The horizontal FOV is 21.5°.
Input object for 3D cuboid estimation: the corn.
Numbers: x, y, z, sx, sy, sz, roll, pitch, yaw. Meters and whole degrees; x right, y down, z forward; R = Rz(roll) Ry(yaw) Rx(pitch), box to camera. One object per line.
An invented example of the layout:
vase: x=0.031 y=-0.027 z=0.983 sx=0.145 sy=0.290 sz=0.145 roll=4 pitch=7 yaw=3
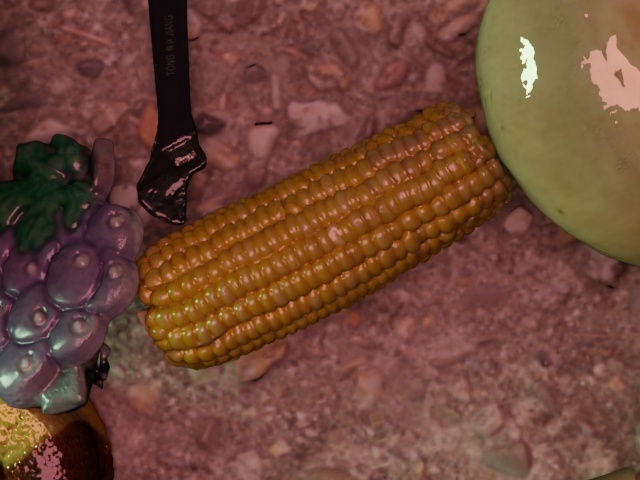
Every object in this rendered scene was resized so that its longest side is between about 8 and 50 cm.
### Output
corn: x=0.000 y=0.000 z=1.059 sx=0.244 sy=0.093 sz=0.093 roll=-26 pitch=87 yaw=1

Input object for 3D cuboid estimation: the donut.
donut: x=-0.225 y=0.157 z=1.071 sx=0.184 sy=0.073 sz=0.166 roll=-18 pitch=90 yaw=3

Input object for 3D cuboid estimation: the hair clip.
hair clip: x=-0.162 y=0.017 z=1.061 sx=0.124 sy=0.052 sz=0.195 roll=-19 pitch=62 yaw=13

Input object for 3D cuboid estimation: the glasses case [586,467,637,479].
glasses case: x=0.120 y=0.221 z=1.058 sx=0.194 sy=0.070 sz=0.102 roll=-16 pitch=89 yaw=1

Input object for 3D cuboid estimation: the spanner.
spanner: x=-0.098 y=-0.108 z=1.079 sx=0.046 sy=0.012 sz=0.208 roll=-5 pitch=72 yaw=2

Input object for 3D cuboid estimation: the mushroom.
mushroom: x=0.190 y=-0.095 z=1.014 sx=0.246 sy=0.202 sz=0.246 roll=11 pitch=73 yaw=-40
